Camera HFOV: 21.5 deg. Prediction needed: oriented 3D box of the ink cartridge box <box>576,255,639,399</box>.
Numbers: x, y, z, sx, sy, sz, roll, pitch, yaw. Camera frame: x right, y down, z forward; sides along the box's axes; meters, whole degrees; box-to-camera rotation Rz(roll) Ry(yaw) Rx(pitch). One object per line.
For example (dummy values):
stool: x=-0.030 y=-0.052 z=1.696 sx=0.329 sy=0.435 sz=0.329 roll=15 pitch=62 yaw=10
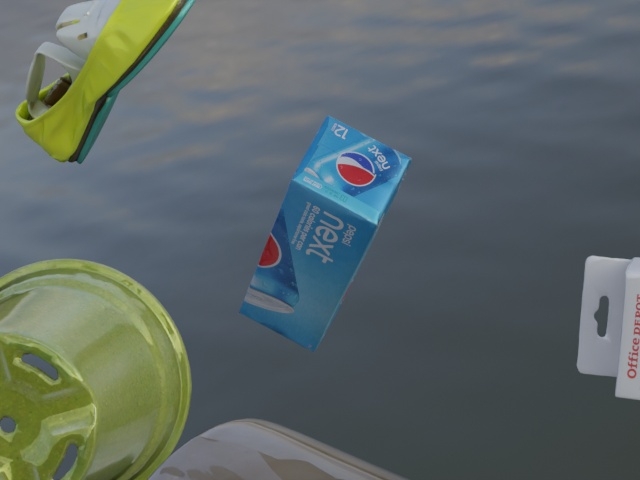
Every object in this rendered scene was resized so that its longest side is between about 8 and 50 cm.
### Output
ink cartridge box: x=0.289 y=0.074 z=1.314 sx=0.180 sy=0.104 sz=0.060 roll=6 pitch=12 yaw=15

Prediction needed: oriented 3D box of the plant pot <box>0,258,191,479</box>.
plant pot: x=-0.289 y=0.166 z=1.721 sx=0.276 sy=0.276 sz=0.254 roll=-13 pitch=3 yaw=7

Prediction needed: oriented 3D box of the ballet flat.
ballet flat: x=-0.173 y=-0.136 z=1.278 sx=0.231 sy=0.077 sz=0.077 roll=-45 pitch=14 yaw=50

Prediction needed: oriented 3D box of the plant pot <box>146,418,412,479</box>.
plant pot: x=-0.004 y=0.289 z=1.286 sx=0.323 sy=0.323 sz=0.280 roll=-27 pitch=45 yaw=-31

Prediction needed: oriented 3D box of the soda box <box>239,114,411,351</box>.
soda box: x=0.000 y=0.000 z=1.272 sx=0.071 sy=0.210 sz=0.067 roll=27 pitch=57 yaw=2
